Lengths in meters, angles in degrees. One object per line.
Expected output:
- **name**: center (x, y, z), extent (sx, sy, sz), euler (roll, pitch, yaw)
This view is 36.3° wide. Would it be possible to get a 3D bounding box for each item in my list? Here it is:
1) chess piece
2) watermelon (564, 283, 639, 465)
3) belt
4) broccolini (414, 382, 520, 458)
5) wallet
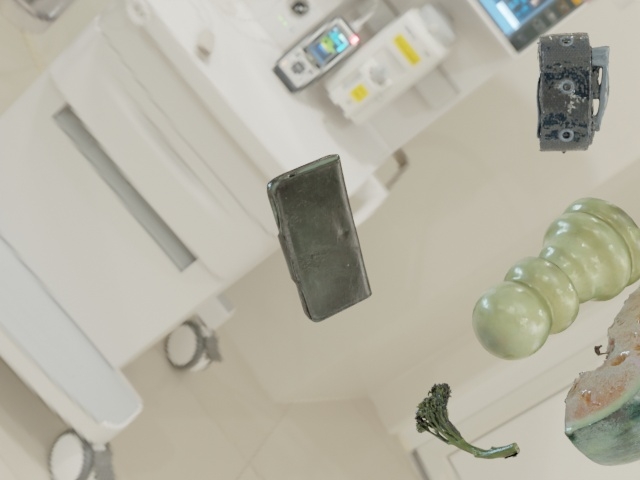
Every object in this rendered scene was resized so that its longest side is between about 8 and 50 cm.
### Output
- **chess piece**: center (0.305, 0.062, 1.305), extent (0.251, 0.144, 0.144), euler (-34, 86, -27)
- **watermelon**: center (0.524, 0.227, 1.506), extent (0.188, 0.175, 0.322), euler (45, 67, -16)
- **belt**: center (0.456, -0.269, 1.765), extent (0.122, 0.128, 0.218), euler (6, 85, -81)
- **broccolini**: center (0.294, 0.359, 1.944), extent (0.062, 0.271, 0.123), euler (-6, 102, -39)
- **wallet**: center (0.000, 0.000, 1.970), extent (0.045, 0.172, 0.318), euler (21, -48, 58)
